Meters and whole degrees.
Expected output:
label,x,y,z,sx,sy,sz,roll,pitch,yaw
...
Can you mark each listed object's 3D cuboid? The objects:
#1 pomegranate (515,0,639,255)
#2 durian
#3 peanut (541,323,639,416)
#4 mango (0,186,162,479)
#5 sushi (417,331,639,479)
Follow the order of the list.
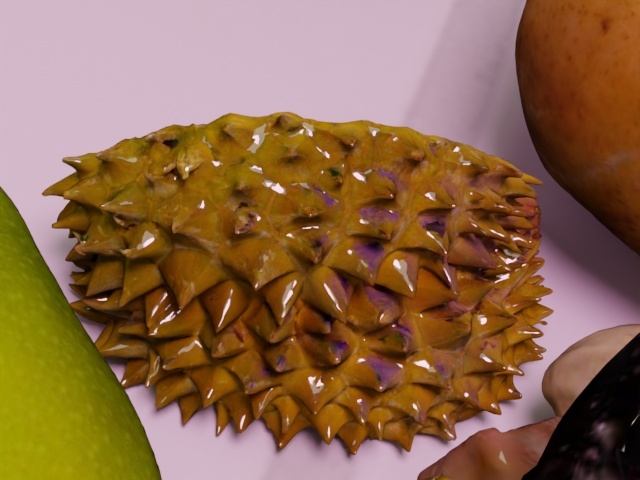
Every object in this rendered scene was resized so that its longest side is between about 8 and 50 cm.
label,x,y,z,sx,sy,sz,roll,pitch,yaw
pomegranate,0.243,-0.096,0.692,0.307,0.307,0.307,7,54,-9
durian,0.002,0.006,0.641,0.260,0.186,0.154,-9,51,-4
peanut,0.219,0.110,0.636,0.236,0.120,0.110,28,92,-1
mango,-0.158,0.100,0.526,0.192,0.156,0.343,-1,55,-16
sushi,0.144,0.210,0.449,0.328,0.285,0.329,43,47,-19
